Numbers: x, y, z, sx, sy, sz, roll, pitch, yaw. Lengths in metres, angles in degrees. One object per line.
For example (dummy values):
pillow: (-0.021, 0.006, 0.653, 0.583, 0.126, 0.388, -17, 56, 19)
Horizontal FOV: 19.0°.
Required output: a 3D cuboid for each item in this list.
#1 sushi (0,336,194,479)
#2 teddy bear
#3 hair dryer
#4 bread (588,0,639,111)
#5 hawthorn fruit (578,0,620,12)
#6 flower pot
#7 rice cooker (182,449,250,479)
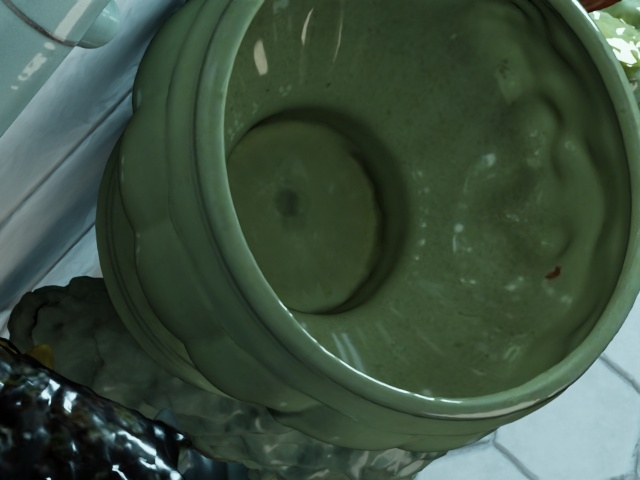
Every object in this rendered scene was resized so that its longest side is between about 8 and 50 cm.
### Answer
sushi: (-0.203, 0.147, 0.973, 0.348, 0.207, 0.234, -43, -166, 53)
teddy bear: (0.000, 0.000, 1.336, 0.224, 0.357, 0.367, 4, -109, 47)
hair dryer: (-0.093, -0.109, 0.786, 0.155, 0.044, 0.183, -48, -178, 16)
bread: (0.183, -0.189, 1.683, 0.395, 0.264, 0.239, -45, 163, -52)
hawthorn fruit: (0.129, -0.224, 1.256, 0.202, 0.185, 0.185, -31, -177, 20)
flower pot: (0.013, -0.026, 1.097, 0.307, 0.307, 0.244, -46, -166, -26)
rice cooker: (-0.184, 0.225, 1.532, 0.316, 0.264, 0.316, -40, 170, -8)
